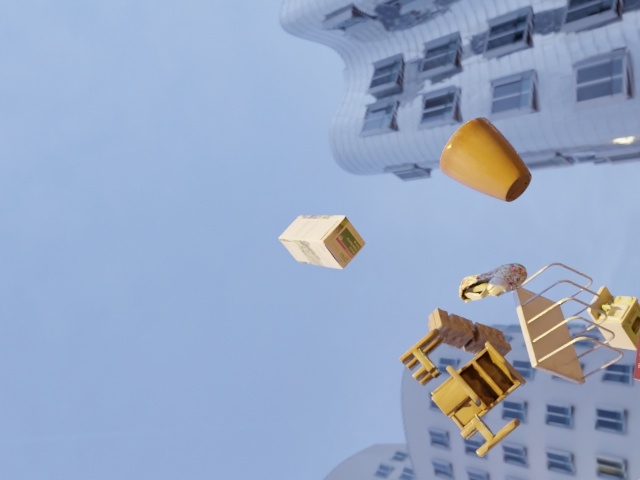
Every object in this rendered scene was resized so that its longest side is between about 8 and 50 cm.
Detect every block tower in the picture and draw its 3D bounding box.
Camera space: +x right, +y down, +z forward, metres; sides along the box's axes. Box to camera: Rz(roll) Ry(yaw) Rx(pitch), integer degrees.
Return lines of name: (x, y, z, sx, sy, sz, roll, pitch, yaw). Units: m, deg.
block tower: (0.568, 0.365, 2.255, 0.335, 0.091, 0.097, 22, -145, -18)

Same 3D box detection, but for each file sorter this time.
file sorter: (0.703, 0.229, 1.672, 0.192, 0.173, 0.278, 22, -137, -22)

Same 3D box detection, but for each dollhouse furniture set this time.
dollhouse furniture set: (0.294, 0.270, 1.112, 0.161, 0.212, 0.242, -41, -25, 0)

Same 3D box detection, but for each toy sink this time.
toy sink: (1.267, 0.324, 2.470, 0.153, 0.131, 0.234, -47, -71, -22)

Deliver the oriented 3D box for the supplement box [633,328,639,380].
supplement box: (0.842, 0.231, 1.398, 0.073, 0.130, 0.240, 5, -87, -28)

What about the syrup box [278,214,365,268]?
syrup box: (0.000, 0.000, 1.486, 0.096, 0.236, 0.093, -48, -66, -21)

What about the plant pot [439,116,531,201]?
plant pot: (0.576, -0.249, 1.981, 0.237, 0.254, 0.237, -26, -37, -21)

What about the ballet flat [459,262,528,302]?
ballet flat: (0.478, 0.130, 1.638, 0.091, 0.241, 0.077, 43, -120, -8)

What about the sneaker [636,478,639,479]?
sneaker: (0.675, 0.403, 1.061, 0.100, 0.271, 0.108, 14, -136, -30)
